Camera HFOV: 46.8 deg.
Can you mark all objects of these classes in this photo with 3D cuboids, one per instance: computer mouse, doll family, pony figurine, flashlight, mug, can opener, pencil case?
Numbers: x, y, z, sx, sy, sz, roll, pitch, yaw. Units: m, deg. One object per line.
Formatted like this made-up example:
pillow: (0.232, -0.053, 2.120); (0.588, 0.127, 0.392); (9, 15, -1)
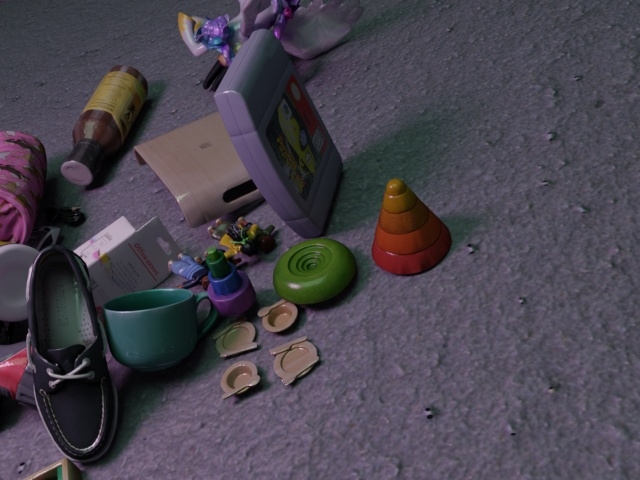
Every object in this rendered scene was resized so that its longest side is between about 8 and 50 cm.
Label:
computer mouse: (-0.549, 0.001, 1.458); (0.106, 0.042, 0.193); (2, 41, 25)
doll family: (-0.155, 0.025, 1.188); (0.193, 0.076, 0.111); (-47, 47, -15)
pony figurine: (-0.129, -0.466, 1.558); (0.351, 0.303, 0.363); (-46, 61, 15)
flashlight: (-0.522, 0.154, 1.105); (0.304, 0.103, 0.103); (24, 94, 3)
mug: (-0.231, 0.131, 1.076); (0.158, 0.097, 0.129); (-5, 10, 3)
can opener: (-0.216, -0.417, 1.718); (0.059, 0.073, 0.186); (20, 67, 33)
pencil case: (-0.646, -0.097, 1.489); (0.167, 0.160, 0.386); (3, 25, -15)

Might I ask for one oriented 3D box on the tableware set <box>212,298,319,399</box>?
tableware set: (-0.082, 0.151, 1.044); (0.141, 0.020, 0.168); (-26, 39, 2)

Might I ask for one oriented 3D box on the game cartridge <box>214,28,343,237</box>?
game cartridge: (-0.055, -0.153, 1.147); (0.060, 0.294, 0.196); (-6, 44, 30)

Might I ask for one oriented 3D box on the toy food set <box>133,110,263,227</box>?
toy food set: (-0.204, -0.142, 1.398); (0.220, 0.092, 0.306); (-26, 39, -18)

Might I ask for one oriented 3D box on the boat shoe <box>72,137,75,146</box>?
boat shoe: (-0.543, -0.252, 1.726); (0.049, 0.056, 0.152); (-15, 31, 22)

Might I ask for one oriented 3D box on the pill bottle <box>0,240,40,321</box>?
pill bottle: (-0.525, 0.059, 1.179); (0.209, 0.119, 0.119); (4, 47, 46)

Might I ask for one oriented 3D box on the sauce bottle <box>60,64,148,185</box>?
sauce bottle: (-0.483, -0.256, 1.650); (0.112, 0.111, 0.344); (-9, 44, 21)

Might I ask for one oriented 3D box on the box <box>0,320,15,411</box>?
box: (-0.643, 0.193, 1.207); (0.243, 0.076, 0.307); (-9, 38, -9)

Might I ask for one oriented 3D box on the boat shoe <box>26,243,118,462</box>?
boat shoe: (-0.352, 0.154, 1.022); (0.114, 0.091, 0.302); (-15, 76, -15)

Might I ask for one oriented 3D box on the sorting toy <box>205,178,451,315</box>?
sorting toy: (0.000, 0.000, 1.061); (0.366, 0.126, 0.127); (-17, 39, 3)

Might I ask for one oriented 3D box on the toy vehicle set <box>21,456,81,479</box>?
toy vehicle set: (-0.366, 0.413, 0.903); (0.166, 0.035, 0.267); (-29, 39, -2)

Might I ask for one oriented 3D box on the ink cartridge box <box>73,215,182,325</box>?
ink cartridge box: (-0.337, 0.044, 1.230); (0.198, 0.115, 0.067); (-38, 41, -14)
